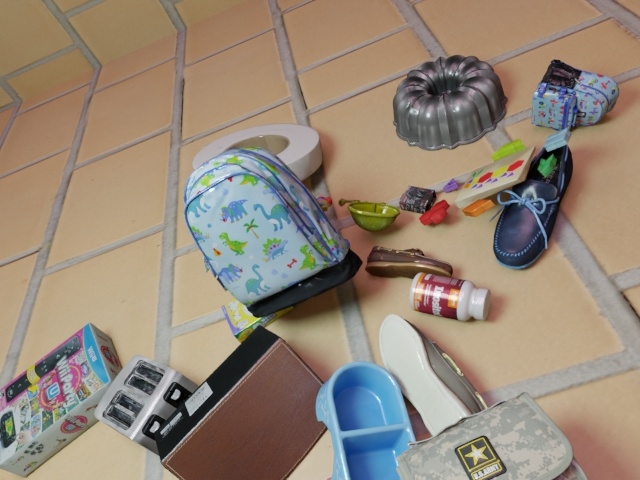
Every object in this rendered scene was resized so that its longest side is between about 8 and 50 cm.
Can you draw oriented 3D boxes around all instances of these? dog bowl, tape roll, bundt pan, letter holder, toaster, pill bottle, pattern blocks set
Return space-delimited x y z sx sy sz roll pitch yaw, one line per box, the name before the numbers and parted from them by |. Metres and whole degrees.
dog bowl | 0.089 0.350 0.884 0.166 0.074 0.297 -4 48 -12
tape roll | -0.188 -0.248 1.486 0.393 0.071 0.392 -9 32 6
bundt pan | 0.359 -0.415 1.421 0.331 0.124 0.330 -12 48 14
letter holder | -0.139 0.361 0.996 0.302 0.214 0.152 -45 17 -17
toaster | -0.389 0.362 1.118 0.186 0.110 0.168 12 57 32
pill bottle | 0.270 0.119 1.035 0.152 0.086 0.086 8 56 30
pattern blocks set | 0.395 -0.141 1.130 0.285 0.026 0.325 -48 16 -27

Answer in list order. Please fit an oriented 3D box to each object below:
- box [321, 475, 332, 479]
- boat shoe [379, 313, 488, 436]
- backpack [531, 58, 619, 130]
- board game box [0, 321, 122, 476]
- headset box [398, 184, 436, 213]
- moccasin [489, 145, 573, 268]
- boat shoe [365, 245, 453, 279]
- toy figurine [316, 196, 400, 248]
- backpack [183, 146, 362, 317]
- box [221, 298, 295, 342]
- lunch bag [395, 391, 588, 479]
box | -0.100 0.518 0.884 0.324 0.067 0.063 -25 47 2
boat shoe | 0.212 0.261 0.941 0.109 0.091 0.305 -62 36 24
backpack | 0.627 -0.343 1.224 0.173 0.158 0.116 25 74 25
board game box | -0.647 0.385 1.228 0.303 0.097 0.224 -38 47 -10
headset box | 0.246 -0.105 1.273 0.083 0.032 0.062 17 61 33
moccasin | 0.464 -0.098 1.107 0.138 0.116 0.341 12 58 32
boat shoe | 0.203 0.047 1.136 0.207 0.073 0.073 7 58 29
toy figurine | 0.000 0.000 1.246 0.363 0.217 0.191 5 7 -5
backpack | -0.125 -0.025 1.044 0.290 0.355 0.273 -24 3 20
box | -0.147 0.160 1.224 0.179 0.043 0.105 -32 47 -6
lunch bag | 0.269 0.390 0.709 0.235 0.169 0.286 -28 65 1
